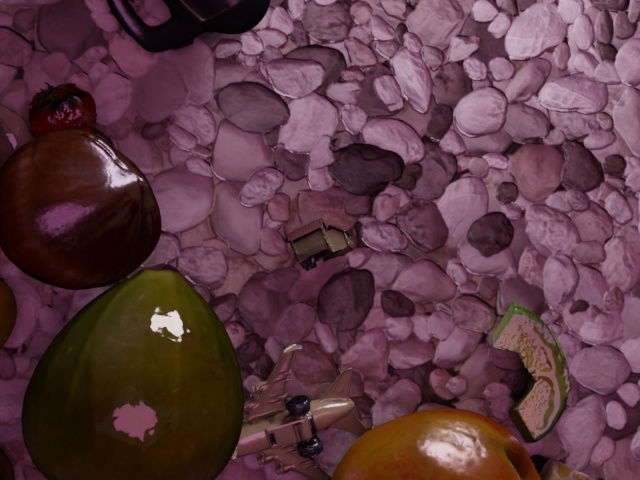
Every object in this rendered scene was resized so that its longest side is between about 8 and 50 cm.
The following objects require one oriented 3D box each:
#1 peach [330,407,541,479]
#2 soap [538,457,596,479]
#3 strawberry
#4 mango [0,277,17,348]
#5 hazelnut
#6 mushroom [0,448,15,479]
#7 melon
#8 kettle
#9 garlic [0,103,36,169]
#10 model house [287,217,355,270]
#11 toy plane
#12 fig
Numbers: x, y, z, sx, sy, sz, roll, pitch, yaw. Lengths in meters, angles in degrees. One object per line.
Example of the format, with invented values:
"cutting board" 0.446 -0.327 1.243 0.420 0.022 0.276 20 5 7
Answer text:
"peach" 0.153 0.393 1.556 0.332 0.308 0.308 -26 95 8
"soap" 0.437 0.535 1.666 0.335 0.156 0.294 28 89 -9
"strawberry" -0.361 -0.169 1.553 0.106 0.106 0.106 0 91 -10
"mango" -0.535 0.118 1.509 0.237 0.091 0.137 -13 63 -21
"hazelnut" -0.323 -0.036 1.493 0.229 0.229 0.230 0 91 -10
"mushroom" -0.496 0.362 1.541 0.135 0.080 0.171 -8 89 0
"melon" 0.325 0.199 1.691 0.118 0.064 0.210 -25 92 -4
"kettle" -0.179 -0.405 1.530 0.250 0.207 0.271 -32 104 -15
"garlic" -0.445 -0.144 1.549 0.084 0.066 0.152 -20 96 -7
"model house" 0.000 0.000 1.639 0.083 0.057 0.058 -26 68 10
"toy plane" -0.056 0.273 1.611 0.244 0.092 0.229 -19 108 -12
"fig" -0.243 0.191 1.484 0.316 0.316 0.316 0 91 -10
